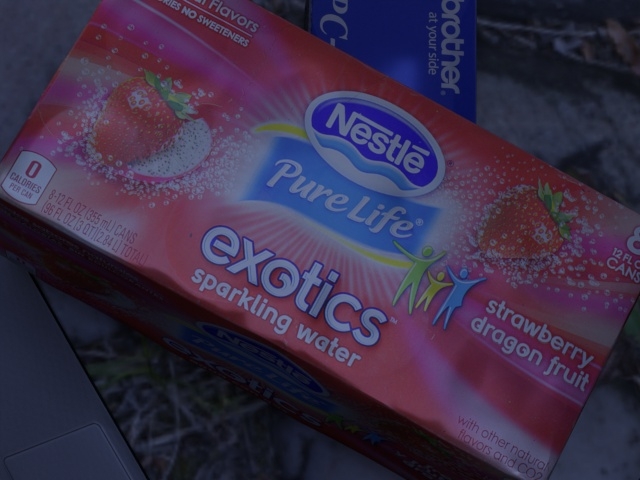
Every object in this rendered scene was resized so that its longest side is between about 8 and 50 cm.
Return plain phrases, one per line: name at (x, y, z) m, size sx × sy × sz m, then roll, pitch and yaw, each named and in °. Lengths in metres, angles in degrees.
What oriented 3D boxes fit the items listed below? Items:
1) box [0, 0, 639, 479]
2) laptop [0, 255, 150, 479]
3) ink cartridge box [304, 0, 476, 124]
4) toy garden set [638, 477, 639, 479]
box at (0.000, 0.000, 0.960) m, size 0.300 × 0.142 × 0.154 m, roll 29°, pitch 75°, yaw 1°
laptop at (-0.135, 0.115, 0.815) m, size 0.236 × 0.408 × 0.382 m, roll -36°, pitch 79°, yaw 33°
ink cartridge box at (0.037, -0.041, 1.072) m, size 0.097 × 0.046 × 0.207 m, roll 2°, pitch 76°, yaw -5°
toy garden set at (0.261, 0.240, 1.025) m, size 0.204 × 0.049 × 0.244 m, roll 8°, pitch 77°, yaw -5°
